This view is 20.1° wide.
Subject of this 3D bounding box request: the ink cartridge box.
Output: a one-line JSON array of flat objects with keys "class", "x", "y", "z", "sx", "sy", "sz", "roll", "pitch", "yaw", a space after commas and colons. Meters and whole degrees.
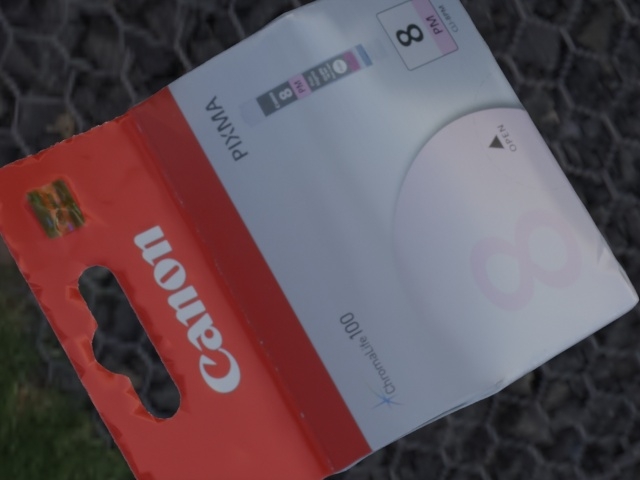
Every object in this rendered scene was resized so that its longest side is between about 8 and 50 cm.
[{"class": "ink cartridge box", "x": 0.000, "y": 0.000, "z": 0.779, "sx": 0.232, "sy": 0.189, "sz": 0.066, "roll": -26, "pitch": 173, "yaw": -33}]
